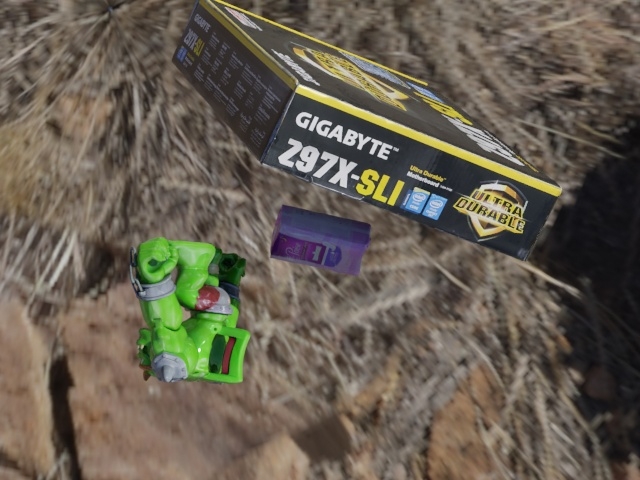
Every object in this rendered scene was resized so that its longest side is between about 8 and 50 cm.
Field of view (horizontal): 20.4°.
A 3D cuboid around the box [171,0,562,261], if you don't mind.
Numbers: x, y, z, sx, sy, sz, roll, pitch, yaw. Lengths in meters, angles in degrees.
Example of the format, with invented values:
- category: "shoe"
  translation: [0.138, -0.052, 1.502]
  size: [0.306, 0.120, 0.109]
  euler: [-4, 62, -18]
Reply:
- category: "box"
  translation: [0.031, -0.104, 1.550]
  size: [0.257, 0.322, 0.079]
  euler: [21, 102, -23]

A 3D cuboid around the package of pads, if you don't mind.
- category: "package of pads"
  translation: [0.000, 0.000, 1.550]
  size: [0.083, 0.032, 0.050]
  euler: [13, 140, -4]

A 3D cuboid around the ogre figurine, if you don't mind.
- category: "ogre figurine"
  translation: [-0.107, 0.062, 1.494]
  size: [0.097, 0.197, 0.118]
  euler: [-1, 84, -3]
